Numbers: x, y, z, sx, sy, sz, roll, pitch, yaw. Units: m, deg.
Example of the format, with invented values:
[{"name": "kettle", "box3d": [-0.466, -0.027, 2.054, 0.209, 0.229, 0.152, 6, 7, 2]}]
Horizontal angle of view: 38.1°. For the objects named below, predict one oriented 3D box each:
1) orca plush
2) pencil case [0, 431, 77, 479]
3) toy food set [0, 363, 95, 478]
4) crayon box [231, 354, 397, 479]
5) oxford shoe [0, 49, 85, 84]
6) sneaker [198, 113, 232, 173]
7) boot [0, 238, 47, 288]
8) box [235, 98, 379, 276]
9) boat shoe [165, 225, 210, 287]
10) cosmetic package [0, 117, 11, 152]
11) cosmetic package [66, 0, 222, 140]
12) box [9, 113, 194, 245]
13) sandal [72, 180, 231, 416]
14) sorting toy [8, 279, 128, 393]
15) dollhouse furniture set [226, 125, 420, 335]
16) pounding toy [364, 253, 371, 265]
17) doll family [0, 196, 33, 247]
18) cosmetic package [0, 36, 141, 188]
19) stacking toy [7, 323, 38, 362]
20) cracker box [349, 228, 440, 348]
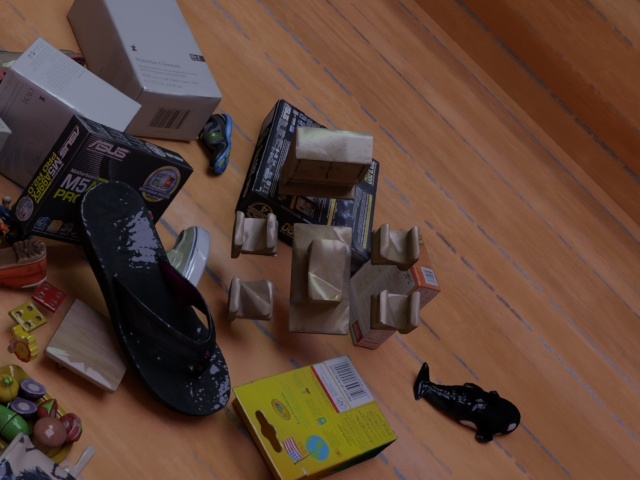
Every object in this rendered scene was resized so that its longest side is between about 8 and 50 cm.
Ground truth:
[{"name": "orca plush", "box3d": [0.350, 0.345, 2.074, 0.287, 0.102, 0.151, 34, 36, -12]}, {"name": "pencil case", "box3d": [-0.318, 0.452, 1.257, 0.410, 0.160, 0.183, 42, 18, -1]}, {"name": "toy food set", "box3d": [-0.430, 0.272, 1.418, 0.218, 0.071, 0.128, 44, 35, 1]}, {"name": "crayon box", "box3d": [-0.024, 0.341, 1.733, 0.319, 0.081, 0.202, -6, 57, -48]}, {"name": "oxford shoe", "box3d": [-0.618, -0.346, 1.845, 0.130, 0.123, 0.348, 44, 33, 11]}, {"name": "sneaker", "box3d": [-0.245, -0.224, 2.140, 0.078, 0.067, 0.188, 6, 47, -12]}, {"name": "boot", "box3d": [-0.537, 0.054, 1.555, 0.158, 0.084, 0.059, -9, 45, -17]}, {"name": "box", "box3d": [-0.017, -0.133, 2.227, 0.318, 0.097, 0.394, 29, 38, -16]}, {"name": "boat shoe", "box3d": [-0.283, 0.071, 1.745, 0.094, 0.109, 0.302, 29, 40, -16]}, {"name": "cosmetic package", "box3d": [-0.701, -0.251, 1.618, 0.309, 0.113, 0.160, 47, 25, 20]}, {"name": "cosmetic package", "box3d": [-0.402, -0.419, 2.099, 0.217, 0.156, 0.385, -1, 55, -43]}, {"name": "box", "box3d": [-0.384, -0.089, 1.656, 0.060, 0.216, 0.270, 45, 14, 30]}, {"name": "sandal", "box3d": [-0.275, 0.105, 1.569, 0.168, 0.107, 0.445, -35, 101, -43]}, {"name": "sorting toy", "box3d": [-0.397, 0.181, 1.567, 0.275, 0.046, 0.132, 34, 36, -13]}, {"name": "dollhouse furniture set", "box3d": [0.000, 0.000, 1.899, 0.362, 0.256, 0.394, 4, 76, -7]}, {"name": "pounding toy", "box3d": [0.155, 0.067, 2.167, 0.100, 0.141, 0.130, 21, 34, 0]}, {"name": "doll family", "box3d": [-0.553, -0.015, 1.600, 0.193, 0.076, 0.111, 14, 39, -39]}, {"name": "cosmetic package", "box3d": [-0.495, -0.209, 1.726, 0.225, 0.224, 0.138, 32, 36, -14]}, {"name": "stacking toy", "box3d": [-0.568, 0.143, 1.414, 0.221, 0.052, 0.167, 30, 28, 19]}, {"name": "cracker box", "box3d": [0.147, 0.108, 2.011, 0.067, 0.232, 0.155, 16, 43, -34]}]
